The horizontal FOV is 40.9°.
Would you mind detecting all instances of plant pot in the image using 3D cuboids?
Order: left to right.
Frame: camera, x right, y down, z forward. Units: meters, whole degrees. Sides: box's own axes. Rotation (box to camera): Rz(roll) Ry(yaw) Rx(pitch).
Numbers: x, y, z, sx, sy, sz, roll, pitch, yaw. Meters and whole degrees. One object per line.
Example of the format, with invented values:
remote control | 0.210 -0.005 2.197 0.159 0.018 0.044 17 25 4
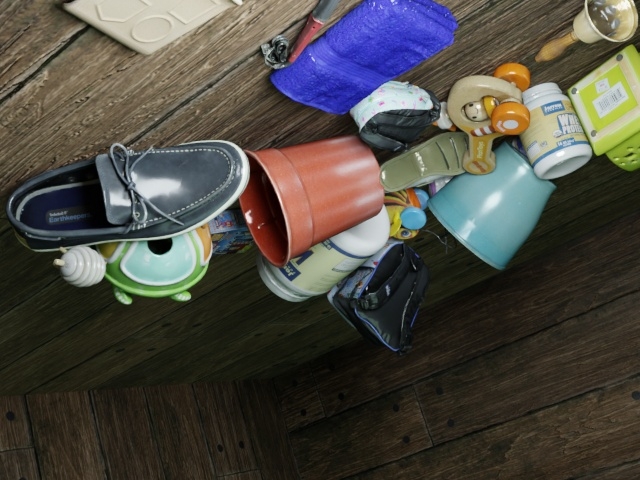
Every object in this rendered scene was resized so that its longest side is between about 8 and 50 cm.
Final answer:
plant pot | -0.018 -0.109 1.930 0.265 0.272 0.272 -20 164 -22
plant pot | 0.460 -0.108 2.232 0.255 0.272 0.271 -50 152 15
plant pot | 0.744 -0.323 2.065 0.207 0.227 0.228 5 149 -41

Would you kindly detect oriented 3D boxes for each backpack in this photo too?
backpack | 0.170 0.136 2.360 0.213 0.263 0.276 16 153 47
backpack | 0.146 -0.268 1.815 0.182 0.115 0.152 -2 145 -38

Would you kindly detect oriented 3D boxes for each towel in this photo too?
towel | 0.085 -0.342 1.600 0.308 0.076 0.227 -31 159 35

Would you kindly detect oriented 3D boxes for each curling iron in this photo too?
curling iron | -0.016 -0.376 1.464 0.068 0.035 0.274 -3 157 -40

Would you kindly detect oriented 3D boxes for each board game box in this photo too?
board game box | -0.246 -0.025 2.239 0.194 0.060 0.194 -4 157 -35

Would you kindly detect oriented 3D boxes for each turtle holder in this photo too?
turtle holder | -0.397 -0.018 1.908 0.320 0.243 0.227 22 139 1

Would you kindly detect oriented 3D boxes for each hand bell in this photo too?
hand bell | 0.526 -0.422 1.785 0.126 0.126 0.242 -10 172 -24

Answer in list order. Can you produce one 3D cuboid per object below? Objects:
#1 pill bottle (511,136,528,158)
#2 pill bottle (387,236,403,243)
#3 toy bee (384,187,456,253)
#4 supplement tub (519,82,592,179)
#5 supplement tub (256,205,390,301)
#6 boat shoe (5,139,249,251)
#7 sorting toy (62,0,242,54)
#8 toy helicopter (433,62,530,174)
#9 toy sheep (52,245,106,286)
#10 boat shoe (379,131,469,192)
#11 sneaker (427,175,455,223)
pill bottle | 0.604 -0.268 2.289 0.169 0.094 0.094 -31 158 33
pill bottle | 0.098 -0.004 2.483 0.264 0.153 0.153 -17 162 -4
toy bee | 0.221 -0.059 2.326 0.162 0.298 0.195 -20 -165 30
supplement tub | 0.555 -0.264 2.079 0.144 0.200 0.144 -17 163 -5
supplement tub | 0.000 0.000 2.233 0.235 0.235 0.325 -1 151 -42
boat shoe | -0.387 -0.092 1.715 0.499 0.187 0.156 -13 168 0
sorting toy | -0.250 -0.362 1.292 0.208 0.038 0.193 -20 162 21
toy helicopter | 0.356 -0.258 1.995 0.234 0.140 0.355 2 152 9
toy sheep | -0.482 0.051 1.717 0.091 0.091 0.132 -28 161 28
boat shoe | 0.266 -0.200 2.171 0.302 0.113 0.103 -17 -176 -14
sneaker | 0.390 -0.128 2.460 0.152 0.114 0.305 -19 162 5
